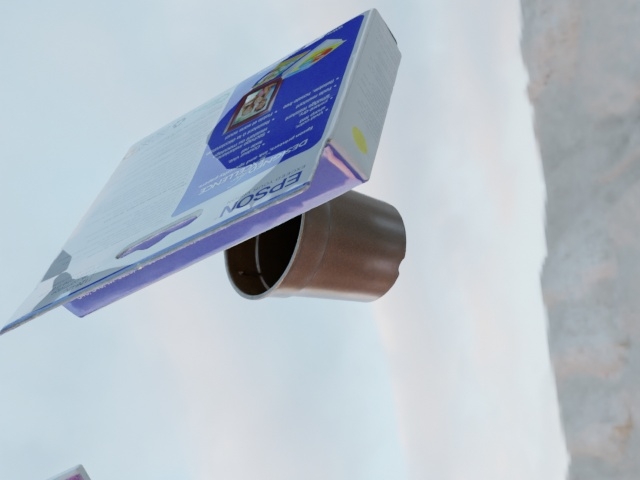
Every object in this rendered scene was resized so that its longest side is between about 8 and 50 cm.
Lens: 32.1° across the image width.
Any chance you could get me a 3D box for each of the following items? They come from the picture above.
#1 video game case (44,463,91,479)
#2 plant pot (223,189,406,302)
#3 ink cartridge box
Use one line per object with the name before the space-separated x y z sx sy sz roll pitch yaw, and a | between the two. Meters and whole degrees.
video game case | -0.284 0.327 1.172 0.143 0.157 0.019 62 -169 -8
plant pot | 0.000 0.000 1.293 0.165 0.167 0.167 13 -113 -33
ink cartridge box | -0.086 -0.045 0.932 0.072 0.303 0.307 53 -151 -25
